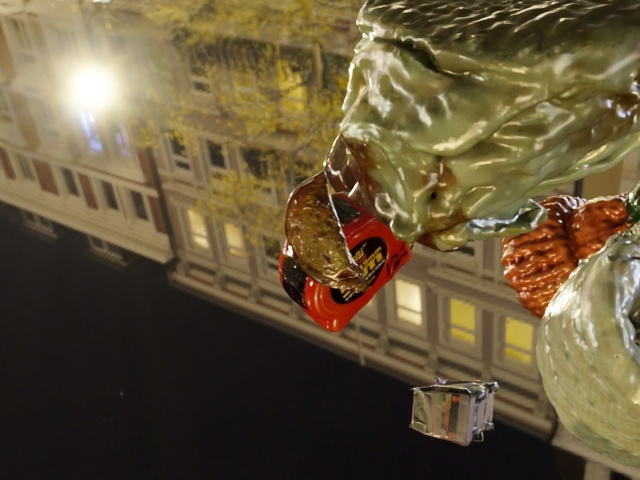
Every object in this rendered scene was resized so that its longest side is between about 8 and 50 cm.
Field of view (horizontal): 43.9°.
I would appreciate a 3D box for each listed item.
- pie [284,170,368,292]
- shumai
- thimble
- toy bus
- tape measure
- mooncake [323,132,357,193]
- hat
[{"bbox_3d":[-0.002,-0.001,1.142,0.088,0.033,0.191,-24,-105,12],"label":"pie"},{"bbox_3d":[0.100,-0.055,0.389,0.184,0.142,0.184,-7,-148,4],"label":"shumai"},{"bbox_3d":[0.430,0.132,1.022,0.291,0.195,0.292,7,-120,-13],"label":"thimble"},{"bbox_3d":[0.276,0.335,1.605,0.137,0.113,0.317,5,175,20],"label":"toy bus"},{"bbox_3d":[0.043,0.026,1.458,0.253,0.260,0.114,-46,-125,-11],"label":"tape measure"},{"bbox_3d":[0.174,-0.191,1.611,0.326,0.174,0.334,-46,-156,-5],"label":"mooncake"},{"bbox_3d":[0.556,-0.020,1.543,0.285,0.400,0.285,25,-139,-24],"label":"hat"}]
